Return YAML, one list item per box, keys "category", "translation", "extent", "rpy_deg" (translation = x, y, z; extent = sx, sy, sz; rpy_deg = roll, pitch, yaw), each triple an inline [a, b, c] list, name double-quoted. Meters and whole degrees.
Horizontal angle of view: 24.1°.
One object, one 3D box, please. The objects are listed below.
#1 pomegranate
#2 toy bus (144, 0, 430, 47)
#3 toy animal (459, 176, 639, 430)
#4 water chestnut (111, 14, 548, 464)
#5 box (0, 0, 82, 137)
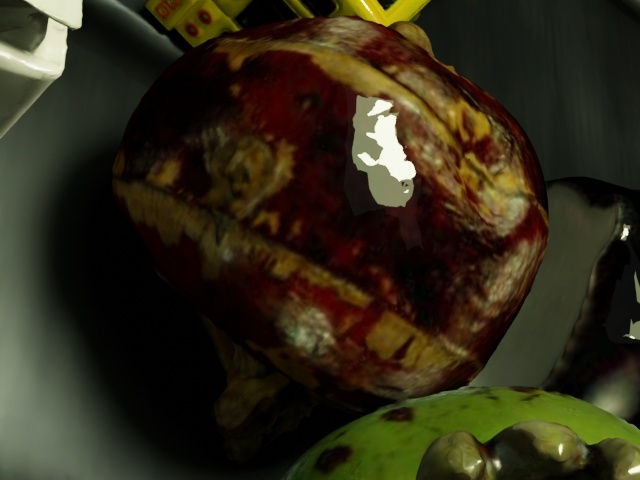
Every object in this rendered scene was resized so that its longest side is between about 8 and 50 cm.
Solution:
- category: "pomegranate"
  translation: [0.056, 0.165, 0.623]
  extent: [0.306, 0.242, 0.242]
  rpy_deg: [37, 33, -60]
- category: "toy bus"
  translation: [0.036, -0.217, 0.972]
  extent: [0.151, 0.145, 0.331]
  rpy_deg: [47, 45, -5]
- category: "toy animal"
  translation: [0.203, 0.078, 0.885]
  extent: [0.235, 0.165, 0.187]
  rpy_deg: [28, 48, -25]
- category: "water chestnut"
  translation: [0.000, 0.000, 0.755]
  extent: [0.223, 0.238, 0.223]
  rpy_deg: [34, 4, -3]
- category: "box"
  translation: [-0.211, -0.067, 0.513]
  extent: [0.145, 0.333, 0.173]
  rpy_deg: [22, 49, -31]
